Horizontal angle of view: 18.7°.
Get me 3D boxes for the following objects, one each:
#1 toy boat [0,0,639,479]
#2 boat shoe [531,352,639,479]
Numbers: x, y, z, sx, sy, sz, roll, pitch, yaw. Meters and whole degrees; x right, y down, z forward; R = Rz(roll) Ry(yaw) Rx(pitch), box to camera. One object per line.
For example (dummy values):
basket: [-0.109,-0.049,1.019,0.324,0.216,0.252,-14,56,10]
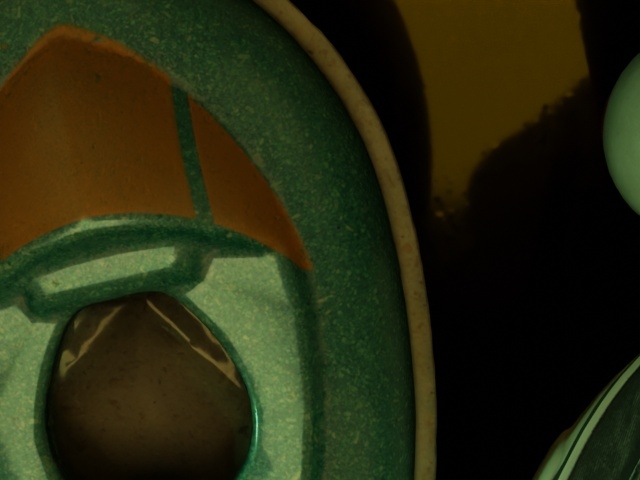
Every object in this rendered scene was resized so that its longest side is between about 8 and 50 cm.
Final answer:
toy boat: [0.000,0.000,0.633,0.318,0.148,0.268,-18,94,4]
boat shoe: [0.162,0.046,0.610,0.108,0.102,0.301,41,78,7]
